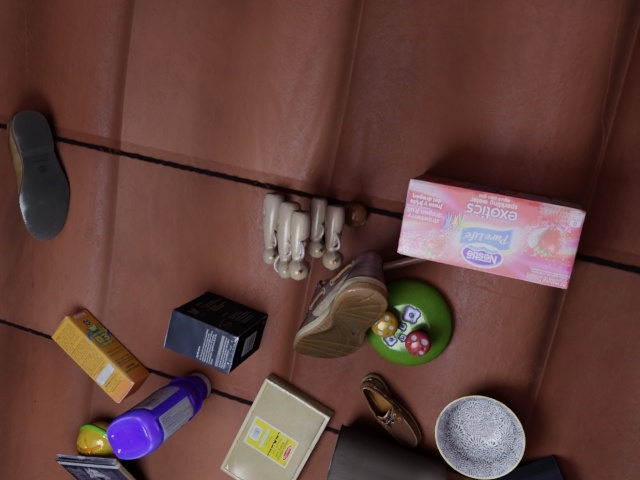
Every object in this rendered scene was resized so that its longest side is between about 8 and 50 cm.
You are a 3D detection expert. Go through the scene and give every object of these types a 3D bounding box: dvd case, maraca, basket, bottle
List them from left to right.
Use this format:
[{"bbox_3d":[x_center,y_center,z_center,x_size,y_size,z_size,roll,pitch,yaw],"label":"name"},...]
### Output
[{"bbox_3d":[-0.536,0.513,1.535,0.127,0.099,0.185,24,131,15],"label":"maraca"},{"bbox_3d":[-0.514,0.578,1.512,0.165,0.018,0.221,-2,135,18],"label":"dvd case"},{"bbox_3d":[-0.328,0.362,1.340,0.118,0.283,0.092,-24,91,19],"label":"bottle"},{"bbox_3d":[0.132,0.485,1.279,0.227,0.204,0.154,14,60,8],"label":"basket"}]

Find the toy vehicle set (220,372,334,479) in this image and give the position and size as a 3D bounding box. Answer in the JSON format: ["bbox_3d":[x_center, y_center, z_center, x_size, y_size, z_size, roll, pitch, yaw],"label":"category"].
[{"bbox_3d":[-0.101,0.452,1.413,0.166,0.035,0.266,30,107,11],"label":"toy vehicle set"}]

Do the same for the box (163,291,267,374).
[{"bbox_3d":[-0.222,0.194,1.347,0.158,0.156,0.093,20,105,14],"label":"box"}]

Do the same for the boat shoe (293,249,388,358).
[{"bbox_3d":[0.039,0.131,1.239,0.123,0.123,0.342,15,145,-11],"label":"boat shoe"}]

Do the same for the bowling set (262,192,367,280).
[{"bbox_3d":[0.000,0.000,1.236,0.200,0.287,0.154,1,103,-14],"label":"bowling set"}]

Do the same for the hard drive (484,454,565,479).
[{"bbox_3d":[0.425,0.567,1.217,0.172,0.054,0.254,-16,93,-9],"label":"hard drive"}]

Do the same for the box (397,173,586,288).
[{"bbox_3d":[0.307,-0.024,1.142,0.300,0.154,0.142,12,102,15],"label":"box"}]

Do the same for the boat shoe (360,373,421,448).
[{"bbox_3d":[0.141,0.363,1.307,0.064,0.060,0.178,-39,86,19],"label":"boat shoe"}]

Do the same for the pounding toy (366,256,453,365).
[{"bbox_3d":[0.161,0.148,1.240,0.183,0.110,0.236,-7,97,19],"label":"pounding toy"}]

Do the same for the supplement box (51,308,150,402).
[{"bbox_3d":[-0.525,0.274,1.500,0.233,0.078,0.080,40,108,7],"label":"supplement box"}]

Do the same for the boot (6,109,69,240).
[{"bbox_3d":[-0.677,-0.153,1.487,0.115,0.112,0.305,10,108,47],"label":"boot"}]

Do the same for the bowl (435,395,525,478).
[{"bbox_3d":[0.317,0.373,1.242,0.170,0.080,0.170,3,100,17],"label":"bowl"}]
